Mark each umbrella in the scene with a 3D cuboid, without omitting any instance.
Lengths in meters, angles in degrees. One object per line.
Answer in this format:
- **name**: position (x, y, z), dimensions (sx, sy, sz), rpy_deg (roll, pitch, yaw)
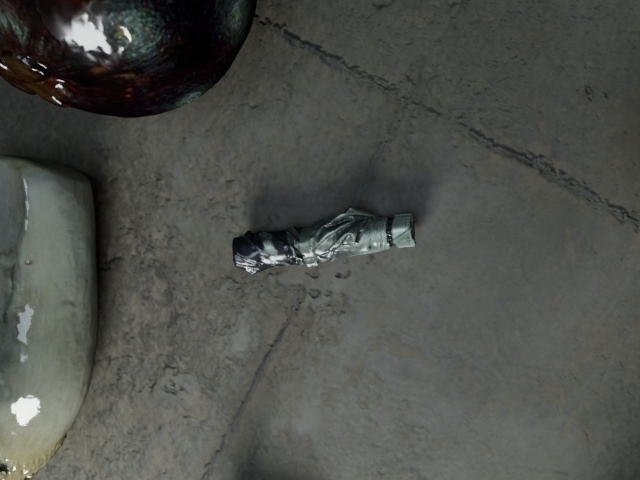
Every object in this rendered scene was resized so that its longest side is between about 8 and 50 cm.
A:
- **umbrella**: position (0.000, 0.000, 0.614), dimensions (0.188, 0.046, 0.050), rpy_deg (-7, 140, 17)

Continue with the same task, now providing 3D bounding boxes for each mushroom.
- **mushroom**: position (-0.330, 0.103, 0.687), dimensions (0.177, 0.126, 0.397), rpy_deg (7, 101, 25)

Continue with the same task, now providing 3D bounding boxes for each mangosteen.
- **mangosteen**: position (-0.179, -0.248, 0.519), dimensions (0.288, 0.288, 0.288), rpy_deg (3, 99, 15)
